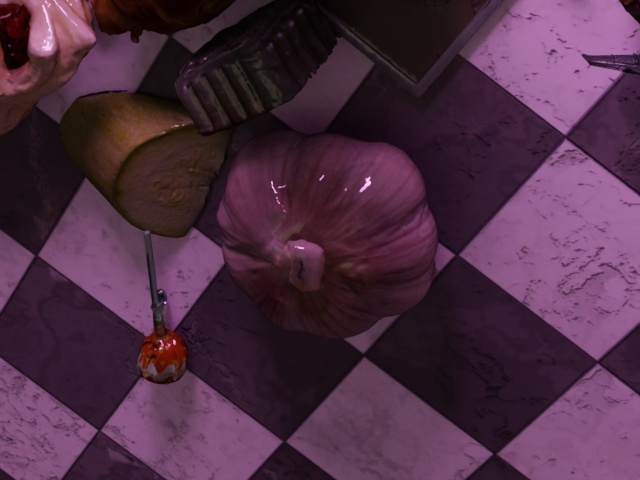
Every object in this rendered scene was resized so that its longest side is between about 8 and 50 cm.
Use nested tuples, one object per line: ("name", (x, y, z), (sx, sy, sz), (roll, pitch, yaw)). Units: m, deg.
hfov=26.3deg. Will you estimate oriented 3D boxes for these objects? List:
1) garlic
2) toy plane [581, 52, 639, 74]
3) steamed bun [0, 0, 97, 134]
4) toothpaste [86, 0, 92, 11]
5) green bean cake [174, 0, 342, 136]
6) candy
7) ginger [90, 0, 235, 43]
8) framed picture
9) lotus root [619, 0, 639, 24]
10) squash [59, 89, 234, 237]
("garlic", (0.007, -0.007, 1.854), (0.322, 0.241, 0.322), (23, 148, 15))
("toy plane", (0.429, -0.227, 1.617), (0.226, 0.058, 0.226), (-20, 112, 15))
("steamed bun", (-0.501, -0.265, 1.888), (0.428, 0.189, 0.247), (-22, 95, 47))
("toothpaste", (-0.400, -0.442, 1.829), (0.323, 0.100, 0.066), (45, 152, -13))
("green bean cake", (-0.084, -0.230, 1.754), (0.173, 0.181, 0.094), (-18, 116, 42))
("candy", (-0.255, 0.104, 2.110), (0.084, 0.078, 0.287), (-6, 126, -3))
("ginger", (-0.194, -0.405, 1.715), (0.274, 0.152, 0.357), (24, 126, 8))
("framed picture", (0.119, -0.334, 1.710), (0.216, 0.016, 0.273), (40, 127, -4))
("lotus root", (0.421, -0.314, 1.462), (0.272, 0.192, 0.272), (8, 118, 15))
("squash", (-0.263, -0.138, 2.004), (0.204, 0.155, 0.237), (6, 131, -26))
